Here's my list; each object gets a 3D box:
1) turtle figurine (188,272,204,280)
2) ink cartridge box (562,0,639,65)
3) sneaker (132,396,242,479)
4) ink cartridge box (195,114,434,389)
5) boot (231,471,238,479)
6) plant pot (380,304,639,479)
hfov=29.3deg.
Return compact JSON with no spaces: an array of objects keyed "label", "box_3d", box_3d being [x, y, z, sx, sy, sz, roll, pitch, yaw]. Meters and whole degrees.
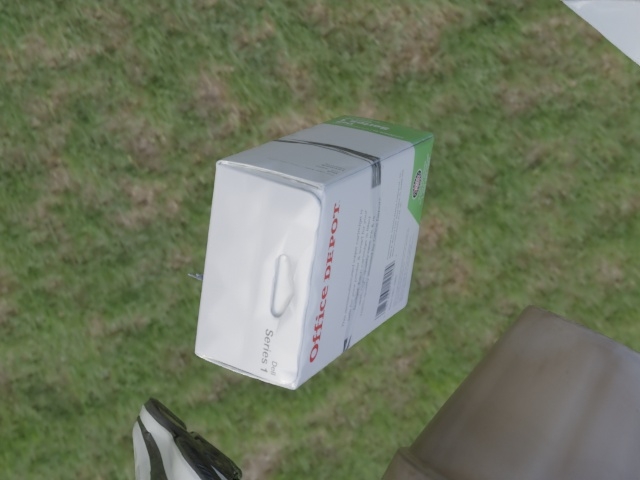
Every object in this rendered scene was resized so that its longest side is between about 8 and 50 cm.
[{"label":"turtle figurine","box_3d":[-0.067,0.089,1.451,0.234,0.175,0.118,-14,108,-44]},{"label":"ink cartridge box","box_3d":[0.363,-0.257,1.154,0.308,0.385,0.091,-34,163,-45]},{"label":"sneaker","box_3d":[-0.226,0.359,1.541,0.169,0.447,0.257,41,84,-11]},{"label":"ink cartridge box","box_3d":[0.000,0.000,0.958,0.219,0.092,0.160,-27,129,-60]},{"label":"boot","box_3d":[-0.021,0.324,1.204,0.077,0.198,0.137,-41,146,-64]},{"label":"plant pot","box_3d":[0.265,0.238,1.394,0.323,0.323,0.280,27,89,-44]}]
